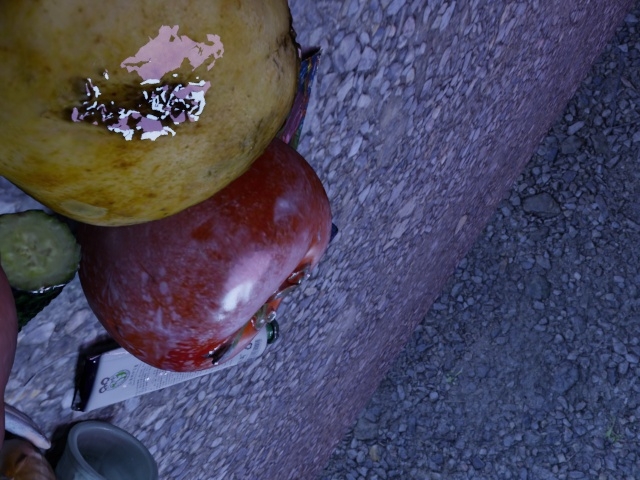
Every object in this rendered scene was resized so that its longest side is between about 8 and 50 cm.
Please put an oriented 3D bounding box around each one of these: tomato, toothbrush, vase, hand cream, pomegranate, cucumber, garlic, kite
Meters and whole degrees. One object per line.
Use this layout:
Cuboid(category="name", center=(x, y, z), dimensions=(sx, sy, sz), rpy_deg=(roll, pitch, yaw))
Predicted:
Cuboid(category="tomato", center=(-0.125, -0.003, 0.624), dimensions=(0.270, 0.227, 0.270), rpy_deg=(-47, 173, -7))
Cuboid(category="toothbrush", center=(-0.365, 0.167, 0.634), dimensions=(0.037, 0.028, 0.375), rpy_deg=(-36, 152, -18))
Cuboid(category="vase", center=(-0.370, 0.417, 0.840), dimensions=(0.299, 0.143, 0.143), rpy_deg=(-54, 158, 4))
Cuboid(category="hand cream", center=(-0.199, 0.169, 0.893), dimensions=(0.336, 0.076, 0.121), rpy_deg=(-11, 136, -46))
Cuboid(category="pomegranate", center=(-0.137, -0.142, 0.409), dimensions=(0.260, 0.260, 0.260), rpy_deg=(-44, 155, -27))
Cuboid(category="cucumber", center=(-0.273, 0.053, 0.497), dimensions=(0.067, 0.067, 0.293), rpy_deg=(-33, -178, -43))
Cuboid(category="garlic", center=(-0.356, 0.320, 0.709), dimensions=(0.090, 0.128, 0.198), rpy_deg=(-24, 129, -23))
Cuboid(category="kite", center=(-0.050, -0.160, 0.807), dimensions=(0.321, 0.016, 0.234), rpy_deg=(68, 46, -77))

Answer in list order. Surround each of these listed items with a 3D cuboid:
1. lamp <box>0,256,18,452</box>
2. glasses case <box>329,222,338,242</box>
Cuboid(category="lamp", center=(-0.300, 0.066, 0.280), dimensions=(0.305, 0.305, 0.239), rpy_deg=(-58, 147, 6))
Cuboid(category="glasses case", center=(0.000, 0.000, 1.146), dimensions=(0.083, 0.033, 0.023), rpy_deg=(-48, 168, -17))
